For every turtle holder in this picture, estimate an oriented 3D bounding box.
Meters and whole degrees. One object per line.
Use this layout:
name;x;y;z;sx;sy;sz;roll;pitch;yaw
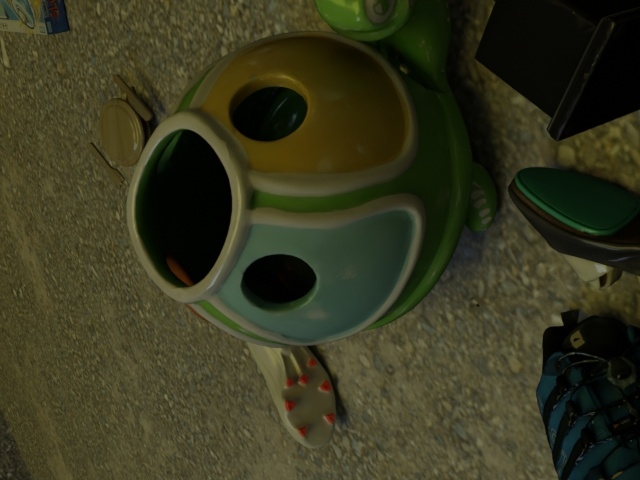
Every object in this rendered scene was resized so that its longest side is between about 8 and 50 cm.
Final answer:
turtle holder;-0.002;-0.050;0.682;0.320;0.227;0.243;-30;76;42

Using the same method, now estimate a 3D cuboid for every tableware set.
tableware set;-0.210;-0.102;1.120;0.194;0.039;0.128;48;129;18

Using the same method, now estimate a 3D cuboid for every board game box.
board game box;-0.431;-0.369;1.276;0.201;0.035;0.136;18;122;48

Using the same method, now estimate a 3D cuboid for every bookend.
bookend;0.142;-0.147;0.511;0.157;0.156;0.072;47;141;29

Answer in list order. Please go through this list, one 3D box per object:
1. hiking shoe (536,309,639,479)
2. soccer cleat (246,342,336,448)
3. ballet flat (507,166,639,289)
hiking shoe;0.177;0.116;0.534;0.304;0.113;0.132;32;-142;-85
soccer cleat;-0.039;0.139;1.001;0.196;0.068;0.076;65;160;7
ballet flat;0.207;0.008;0.585;0.203;0.074;0.074;23;126;43
